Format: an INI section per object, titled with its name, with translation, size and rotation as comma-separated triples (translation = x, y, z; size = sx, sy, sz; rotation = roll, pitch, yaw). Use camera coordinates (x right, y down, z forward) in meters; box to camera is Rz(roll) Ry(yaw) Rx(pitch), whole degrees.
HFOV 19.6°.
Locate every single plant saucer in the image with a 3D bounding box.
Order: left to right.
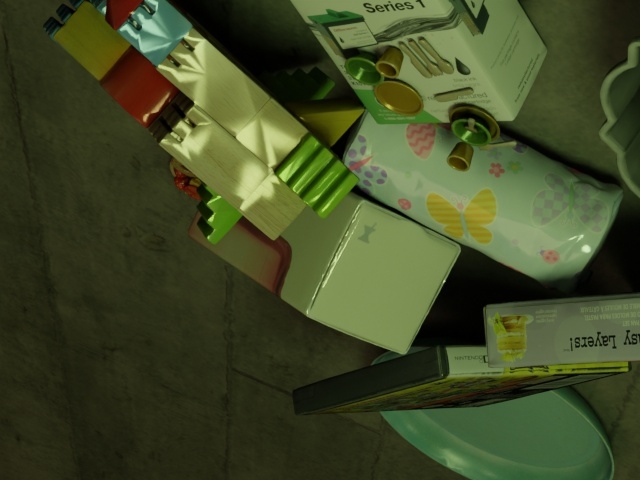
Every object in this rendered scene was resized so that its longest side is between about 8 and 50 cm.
[plant saucer]
translation = 0.208, 0.208, 2.223
size = 0.317, 0.044, 0.317
rotation = 21, 150, 13

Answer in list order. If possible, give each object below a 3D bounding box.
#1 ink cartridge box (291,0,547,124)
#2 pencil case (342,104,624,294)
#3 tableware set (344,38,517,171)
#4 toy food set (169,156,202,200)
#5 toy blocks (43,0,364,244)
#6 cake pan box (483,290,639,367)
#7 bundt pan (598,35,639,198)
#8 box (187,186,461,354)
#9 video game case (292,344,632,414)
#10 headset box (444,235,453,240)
[ink cartridge box]
translation = 0.075, -0.207, 1.621
size = 0.160, 0.093, 0.219
rotation = 1, 143, 40
[pencil case]
translation = 0.153, -0.056, 1.773
size = 0.273, 0.124, 0.113
rotation = 26, 133, 3
[tableware set]
translation = 0.093, -0.116, 1.632
size = 0.104, 0.024, 0.154
rotation = -6, 139, 46
[toy food set]
translation = -0.135, -0.068, 2.099
size = 0.082, 0.020, 0.083
rotation = 29, 151, -2
[toy blocks]
translation = -0.137, -0.157, 1.726
size = 0.261, 0.191, 0.381
rotation = 41, -177, -24
[cake pan box]
translation = 0.329, 0.078, 1.751
size = 0.245, 0.070, 0.267
rotation = -4, 178, 44
[bundt pan]
translation = 0.397, -0.105, 1.477
size = 0.331, 0.124, 0.331
rotation = 22, 151, 13
[box]
translation = 0.000, 0.000, 1.862
size = 0.148, 0.127, 0.232
rotation = 24, -174, -40
[video game case]
translation = 0.146, 0.147, 1.957
size = 0.248, 0.035, 0.275
rotation = 1, 167, -33
[headset box]
translation = 0.127, -0.027, 1.896
size = 0.032, 0.062, 0.083
rotation = 23, 150, 8
